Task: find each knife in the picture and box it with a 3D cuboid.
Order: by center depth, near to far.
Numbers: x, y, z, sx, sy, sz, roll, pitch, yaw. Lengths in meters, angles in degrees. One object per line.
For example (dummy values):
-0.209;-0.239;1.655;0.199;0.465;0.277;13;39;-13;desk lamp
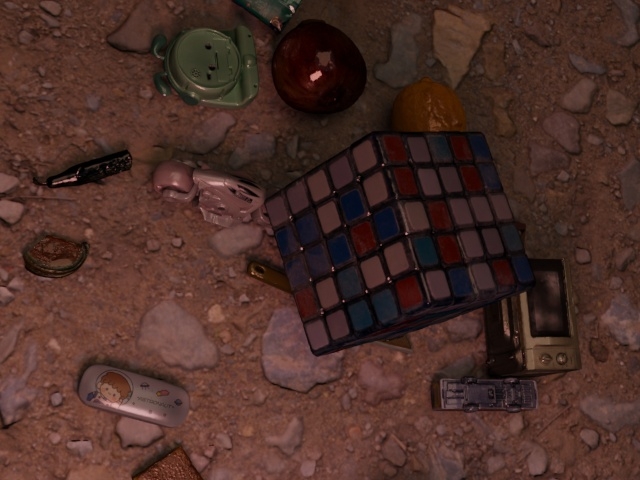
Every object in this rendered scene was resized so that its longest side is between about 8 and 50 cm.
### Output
0.020;0.125;1.717;0.343;0.027;0.061;24;60;-17;knife

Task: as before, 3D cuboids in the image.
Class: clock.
-0.205;-0.309;1.734;0.189;0.060;0.148;-4;77;-22;clock

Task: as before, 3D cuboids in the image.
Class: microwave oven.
0.373;0.143;1.778;0.129;0.163;0.204;2;75;-21;microwave oven

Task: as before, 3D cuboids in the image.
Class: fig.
-0.016;-0.335;1.774;0.175;0.175;0.207;-13;65;-25;fig

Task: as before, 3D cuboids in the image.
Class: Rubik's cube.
0.129;0.001;1.613;0.292;0.287;0.293;-5;73;-44;Rubik's cube

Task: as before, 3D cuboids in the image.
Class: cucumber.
-0.391;-0.114;1.616;0.163;0.039;0.043;-23;63;-28;cucumber

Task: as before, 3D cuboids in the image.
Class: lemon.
0.203;-0.213;1.827;0.142;0.142;0.187;-2;78;-22;lemon

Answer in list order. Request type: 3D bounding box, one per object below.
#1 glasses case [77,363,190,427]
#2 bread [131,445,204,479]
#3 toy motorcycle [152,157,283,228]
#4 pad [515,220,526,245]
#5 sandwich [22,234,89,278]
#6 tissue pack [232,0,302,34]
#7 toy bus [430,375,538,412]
-0.294;0.246;1.545;0.179;0.045;0.067;19;68;-16;glasses case
-0.234;0.386;1.535;0.090;0.035;0.094;-34;90;-26;bread
-0.159;-0.083;1.661;0.254;0.112;0.112;15;70;-19;toy motorcycle
0.288;0.010;1.872;0.235;0.003;0.158;16;70;-17;pad
-0.425;0.026;1.567;0.101;0.026;0.069;10;72;-18;sandwich
-0.099;-0.448;1.814;0.111;0.079;0.085;34;97;-10;tissue pack
0.293;0.281;1.756;0.191;0.075;0.064;4;72;-20;toy bus
